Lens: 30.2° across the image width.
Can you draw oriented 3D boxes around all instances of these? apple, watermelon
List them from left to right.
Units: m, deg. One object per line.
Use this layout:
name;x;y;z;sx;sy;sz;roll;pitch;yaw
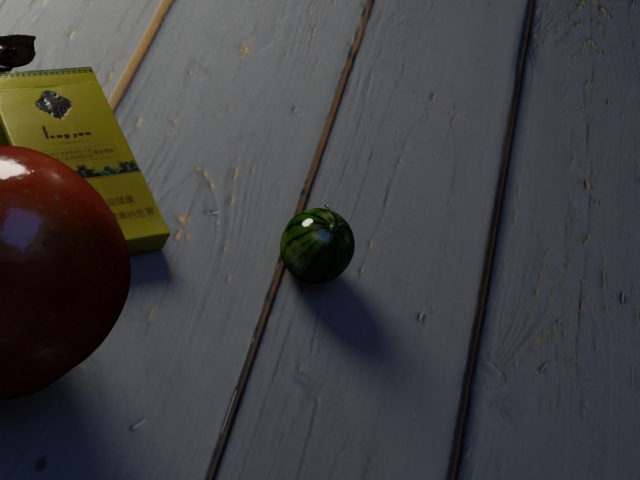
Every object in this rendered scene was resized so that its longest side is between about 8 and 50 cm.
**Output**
apple;-0.323;0.037;1.211;0.216;0.260;0.260;35;40;-35
watermelon;-0.001;0.006;1.520;0.109;0.109;0.109;16;49;-19

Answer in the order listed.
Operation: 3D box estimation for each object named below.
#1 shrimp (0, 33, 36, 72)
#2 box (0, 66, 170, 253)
shrimp;-0.493;-0.269;1.500;0.253;0.058;0.173;-4;49;-30
box;-0.308;-0.099;1.473;0.153;0.041;0.279;-11;61;-34
